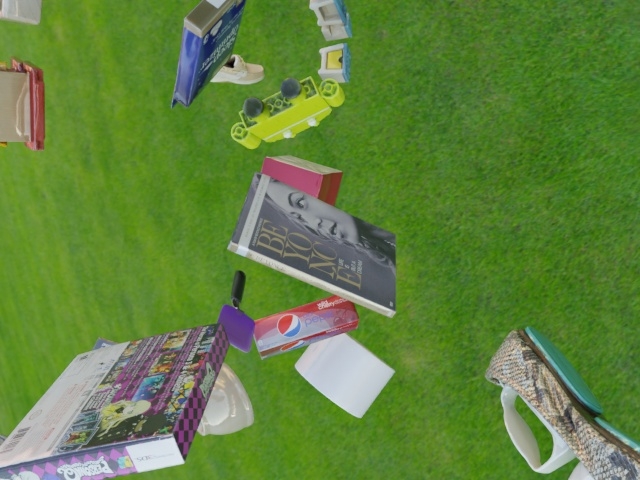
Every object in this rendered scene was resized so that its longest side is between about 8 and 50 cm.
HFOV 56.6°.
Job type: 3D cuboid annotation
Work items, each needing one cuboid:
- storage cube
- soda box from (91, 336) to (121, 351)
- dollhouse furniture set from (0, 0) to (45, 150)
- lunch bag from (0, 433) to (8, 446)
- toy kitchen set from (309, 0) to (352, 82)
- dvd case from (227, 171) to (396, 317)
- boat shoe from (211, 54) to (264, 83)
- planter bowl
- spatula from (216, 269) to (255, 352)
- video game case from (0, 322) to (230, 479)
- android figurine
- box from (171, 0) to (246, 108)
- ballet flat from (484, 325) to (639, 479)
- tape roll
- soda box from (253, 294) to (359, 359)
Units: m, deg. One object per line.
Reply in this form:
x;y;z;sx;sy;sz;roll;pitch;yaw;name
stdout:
-0.070;-0.133;1.740;0.215;0.184;0.193;20;105;17;storage cube
-0.337;0.226;1.068;0.169;0.060;0.053;9;155;27;soda box
-0.456;-0.299;0.726;0.152;0.201;0.373;26;114;48;dollhouse furniture set
-0.554;0.422;0.930;0.305;0.256;0.212;94;153;-56;lunch bag
0.036;-0.471;1.293;0.122;0.207;0.166;-3;70;19;toy kitchen set
0.000;0.000;0.777;0.221;0.164;0.018;23;126;-10;dvd case
-0.207;-0.413;1.420;0.063;0.170;0.059;53;139;34;boat shoe
-0.239;0.369;1.338;0.162;0.109;0.162;35;137;41;planter bowl
-0.179;0.134;1.275;0.030;0.084;0.296;-51;19;14;spatula
-0.227;0.182;0.678;0.210;0.232;0.041;-14;108;7;video game case
-0.067;-0.271;1.270;0.248;0.273;0.056;-24;84;8;android figurine
-0.176;-0.302;0.936;0.037;0.136;0.225;34;152;-5;box
0.423;0.327;0.969;0.182;0.164;0.483;-54;26;10;ballet flat
0.070;0.370;1.718;0.246;0.246;0.169;34;85;35;tape roll
-0.039;0.215;1.503;0.092;0.264;0.083;92;159;-65;soda box
